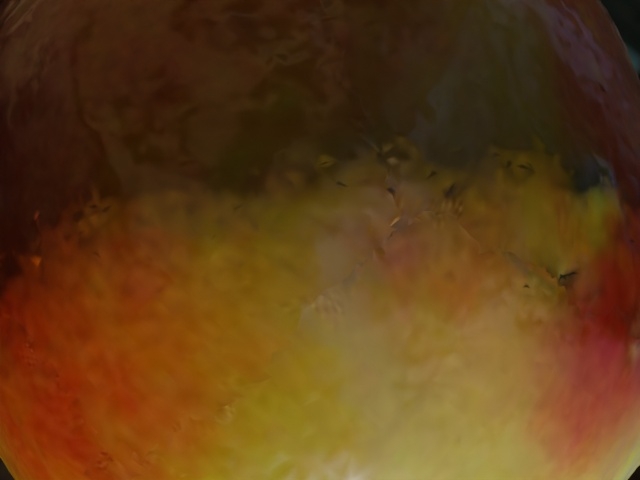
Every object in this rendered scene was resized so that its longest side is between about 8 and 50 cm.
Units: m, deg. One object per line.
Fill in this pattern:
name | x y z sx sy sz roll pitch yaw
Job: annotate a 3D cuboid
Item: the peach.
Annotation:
peach | 0.000 0.000 0.589 0.231 0.231 0.231 -52 -179 1
